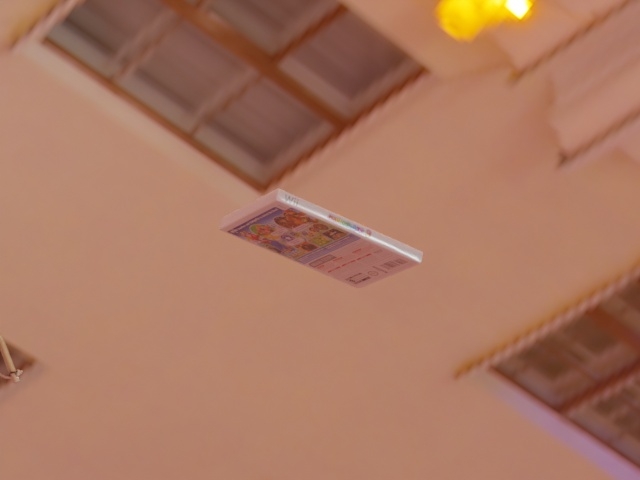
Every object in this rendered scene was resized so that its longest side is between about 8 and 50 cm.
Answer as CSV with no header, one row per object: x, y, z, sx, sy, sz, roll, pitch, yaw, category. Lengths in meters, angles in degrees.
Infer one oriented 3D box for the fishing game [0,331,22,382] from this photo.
-0.433,0.146,1.987,0.264,0.041,0.189,-30,-105,22,fishing game

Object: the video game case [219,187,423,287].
0.000,0.000,1.327,0.087,0.122,0.011,-24,-132,57,video game case
